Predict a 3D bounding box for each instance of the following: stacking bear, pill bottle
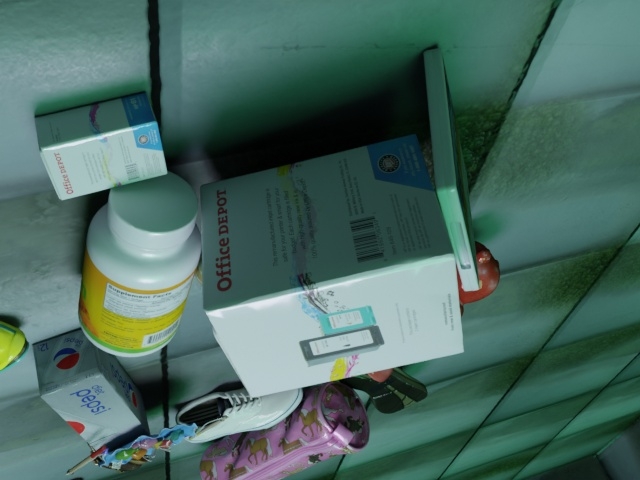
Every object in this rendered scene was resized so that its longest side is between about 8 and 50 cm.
[{"bbox_3d":[0.179,0.103,1.327,0.289,0.164,0.175,-36,147,11],"label":"stacking bear"},{"bbox_3d":[-0.225,0.028,0.951,0.136,0.136,0.245,-6,144,-27],"label":"pill bottle"}]

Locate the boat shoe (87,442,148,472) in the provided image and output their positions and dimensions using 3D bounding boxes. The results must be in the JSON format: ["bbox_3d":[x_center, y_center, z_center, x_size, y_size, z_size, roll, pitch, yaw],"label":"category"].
[{"bbox_3d":[-0.404,0.412,1.470,0.073,0.073,0.207,-26,149,-1],"label":"boat shoe"}]

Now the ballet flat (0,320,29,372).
[{"bbox_3d":[-0.514,0.184,1.069,0.231,0.077,0.077,-35,126,13],"label":"ballet flat"}]

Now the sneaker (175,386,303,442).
[{"bbox_3d":[-0.159,0.331,1.492,0.258,0.094,0.091,-22,152,-2],"label":"sneaker"}]

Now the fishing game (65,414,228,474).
[{"bbox_3d":[-0.304,0.371,1.346,0.264,0.041,0.189,-1,153,-48],"label":"fishing game"}]

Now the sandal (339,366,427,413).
[{"bbox_3d":[0.134,0.290,1.648,0.120,0.086,0.303,-29,134,20],"label":"sandal"}]

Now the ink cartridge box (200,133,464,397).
[{"bbox_3d":[0.012,0.034,0.911,0.270,0.198,0.197,-13,139,4],"label":"ink cartridge box"}]

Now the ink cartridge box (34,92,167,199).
[{"bbox_3d":[-0.237,-0.102,0.828,0.122,0.052,0.088,-17,148,-14],"label":"ink cartridge box"}]

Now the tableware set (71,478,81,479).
[{"bbox_3d":[-0.575,0.543,1.601,0.154,0.024,0.104,-8,145,-23],"label":"tableware set"}]

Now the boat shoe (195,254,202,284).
[{"bbox_3d":[-0.146,0.075,1.148,0.072,0.068,0.190,-20,151,17],"label":"boat shoe"}]

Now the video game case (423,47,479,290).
[{"bbox_3d":[0.174,-0.080,0.995,0.025,0.204,0.285,-8,151,13],"label":"video game case"}]

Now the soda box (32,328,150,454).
[{"bbox_3d":[-0.365,0.251,1.236,0.098,0.091,0.286,-18,148,-8],"label":"soda box"}]

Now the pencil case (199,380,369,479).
[{"bbox_3d":[-0.077,0.431,1.599,0.386,0.167,0.160,-34,143,27],"label":"pencil case"}]
